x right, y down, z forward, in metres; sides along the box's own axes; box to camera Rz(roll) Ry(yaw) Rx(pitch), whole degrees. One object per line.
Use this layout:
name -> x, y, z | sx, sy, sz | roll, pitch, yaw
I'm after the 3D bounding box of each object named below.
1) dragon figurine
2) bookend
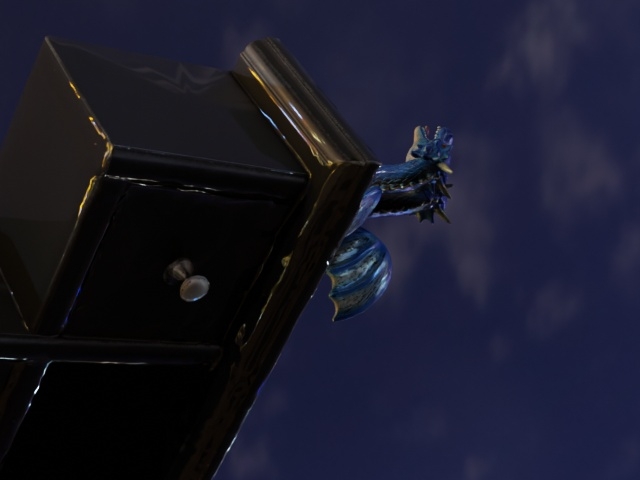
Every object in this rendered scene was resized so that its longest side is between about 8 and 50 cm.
dragon figurine -> 0.000, 0.000, 0.978 | 0.289, 0.144, 0.085 | -52, -36, -46
bookend -> -0.090, 0.012, 0.399 | 0.156, 0.072, 0.157 | 7, -57, -37
